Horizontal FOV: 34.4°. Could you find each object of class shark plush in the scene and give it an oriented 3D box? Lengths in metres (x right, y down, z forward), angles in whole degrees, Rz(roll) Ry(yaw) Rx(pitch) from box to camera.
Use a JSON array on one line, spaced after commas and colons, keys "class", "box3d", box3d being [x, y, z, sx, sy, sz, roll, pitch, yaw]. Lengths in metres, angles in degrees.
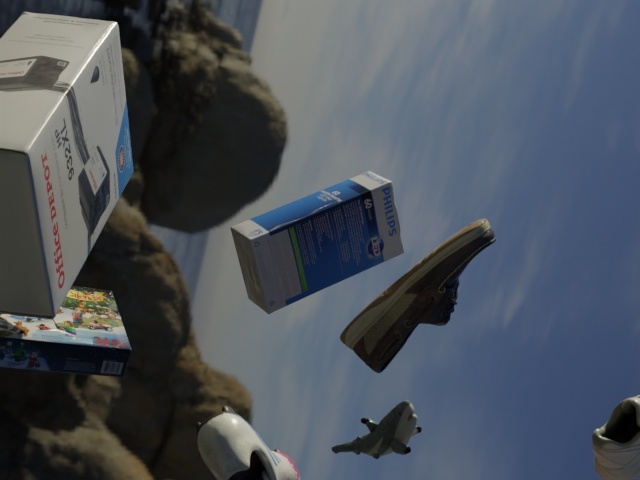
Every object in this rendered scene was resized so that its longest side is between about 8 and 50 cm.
[{"class": "shark plush", "box3d": [0.090, 0.303, 1.640, 0.161, 0.067, 0.073, -24, -170, 40]}]

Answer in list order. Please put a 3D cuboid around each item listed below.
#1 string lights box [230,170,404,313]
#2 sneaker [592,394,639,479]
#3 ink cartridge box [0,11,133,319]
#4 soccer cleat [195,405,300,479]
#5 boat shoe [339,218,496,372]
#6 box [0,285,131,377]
[{"class": "string lights box", "box3d": [0.000, 0.000, 1.641, 0.076, 0.259, 0.133, 30, -42, 55]}, {"class": "sneaker", "box3d": [0.510, 0.270, 1.573, 0.090, 0.232, 0.115, 42, -16, 49]}, {"class": "ink cartridge box", "box3d": [-0.325, -0.093, 1.187, 0.307, 0.129, 0.223, -76, 171, -53]}, {"class": "soccer cleat", "box3d": [-0.112, 0.409, 1.761, 0.143, 0.116, 0.331, 57, 1, 40]}, {"class": "boat shoe", "box3d": [0.150, 0.082, 1.468, 0.285, 0.092, 0.103, -43, 173, 22]}, {"class": "box", "box3d": [-0.370, 0.104, 1.311, 0.159, 0.233, 0.044, 53, -51, 57]}]
